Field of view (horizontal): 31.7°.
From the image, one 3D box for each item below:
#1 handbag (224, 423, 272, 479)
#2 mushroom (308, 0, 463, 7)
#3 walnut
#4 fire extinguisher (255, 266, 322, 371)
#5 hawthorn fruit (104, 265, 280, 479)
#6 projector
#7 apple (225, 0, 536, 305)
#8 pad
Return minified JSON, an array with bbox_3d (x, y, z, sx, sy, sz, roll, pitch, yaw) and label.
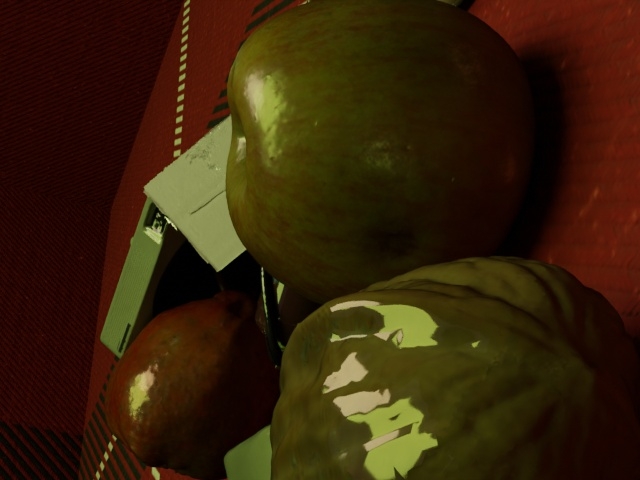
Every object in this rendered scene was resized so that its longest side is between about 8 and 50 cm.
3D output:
[{"bbox_3d":[-0.030,0.333,1.047,0.241,0.109,0.315,134,142,-61],"label":"handbag"},{"bbox_3d":[0.071,-0.308,1.105,0.236,0.162,0.173,127,150,-50],"label":"mushroom"},{"bbox_3d":[0.078,0.117,0.674,0.261,0.225,0.224,-44,36,52],"label":"walnut"},{"bbox_3d":[0.000,0.000,1.220,0.141,0.105,0.341,-22,-49,-71],"label":"fire extinguisher"},{"bbox_3d":[-0.140,0.155,1.368,0.210,0.211,0.262,168,121,-72],"label":"hawthorn fruit"},{"bbox_3d":[-0.151,0.014,1.459,0.079,0.259,0.257,40,124,24],"label":"projector"},{"bbox_3d":[0.034,-0.074,0.906,0.264,0.264,0.264,-167,90,-73],"label":"apple"},{"bbox_3d":[-0.076,-0.083,1.292,0.232,0.156,0.004,-41,-26,-9],"label":"pad"}]
